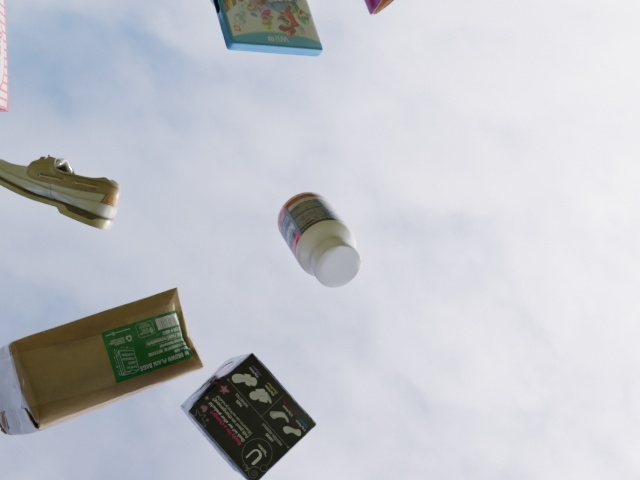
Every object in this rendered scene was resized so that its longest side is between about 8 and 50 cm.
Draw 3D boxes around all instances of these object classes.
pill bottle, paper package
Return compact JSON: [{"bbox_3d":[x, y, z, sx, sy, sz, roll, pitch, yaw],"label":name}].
[{"bbox_3d":[0.000,0.000,1.378,0.107,0.108,0.180,-14,-148,-14],"label":"pill bottle"},{"bbox_3d":[-0.432,0.232,1.519,0.324,0.309,0.168,-17,-93,-33],"label":"paper package"}]

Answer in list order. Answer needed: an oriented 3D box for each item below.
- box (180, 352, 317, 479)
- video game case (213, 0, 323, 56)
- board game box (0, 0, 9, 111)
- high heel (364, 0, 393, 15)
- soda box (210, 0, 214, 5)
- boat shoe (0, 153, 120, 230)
[{"bbox_3d":[-0.133,0.294,1.359,0.142,0.247,0.163,-42,-88,-17],"label":"box"},{"bbox_3d":[-0.070,-0.282,0.898,0.119,0.015,0.166,-5,-110,-35],"label":"video game case"},{"bbox_3d":[-0.408,-0.231,0.945,0.045,0.147,0.193,-2,-175,-11],"label":"board game box"},{"bbox_3d":[0.137,-0.364,1.092,0.082,0.117,0.244,-21,-155,-37],"label":"high heel"},{"bbox_3d":[-0.141,-0.366,1.061,0.058,0.063,0.183,-35,-91,-9],"label":"soda box"},{"bbox_3d":[-0.548,-0.122,1.659,0.302,0.113,0.103,23,-88,5],"label":"boat shoe"}]
